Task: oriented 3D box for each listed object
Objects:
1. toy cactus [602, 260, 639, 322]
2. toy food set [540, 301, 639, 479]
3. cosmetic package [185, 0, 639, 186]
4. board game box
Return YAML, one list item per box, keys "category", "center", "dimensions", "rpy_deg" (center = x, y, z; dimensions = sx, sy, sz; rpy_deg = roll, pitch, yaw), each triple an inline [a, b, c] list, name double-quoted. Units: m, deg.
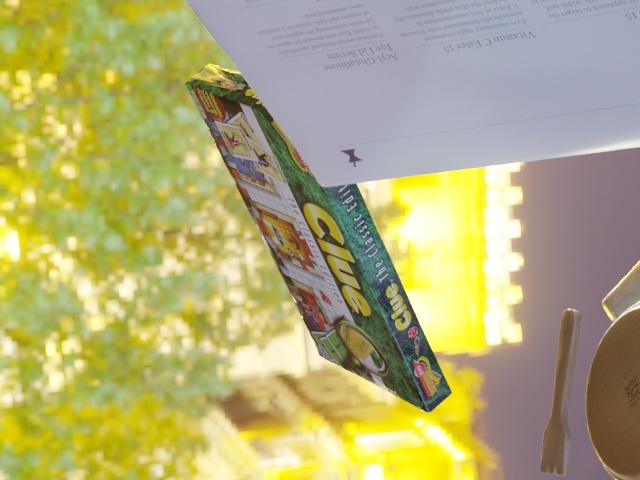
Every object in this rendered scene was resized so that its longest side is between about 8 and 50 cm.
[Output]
- category: "toy cactus"
  center: [0.314, 0.003, 1.414]
  dimensions: [0.112, 0.180, 0.219]
  rpy_deg: [52, -4, 27]
- category: "toy food set"
  center: [0.213, 0.102, 1.055]
  dimensions: [0.192, 0.038, 0.132]
  rpy_deg: [-1, -100, 65]
- category: "cosmetic package"
  center: [0.094, -0.168, 0.794]
  dimensions: [0.377, 0.097, 0.284]
  rpy_deg: [-6, -47, 37]
- category: "board game box"
  center: [0.000, 0.000, 1.168]
  dimensions: [0.136, 0.030, 0.260]
  rpy_deg: [20, -37, 50]
